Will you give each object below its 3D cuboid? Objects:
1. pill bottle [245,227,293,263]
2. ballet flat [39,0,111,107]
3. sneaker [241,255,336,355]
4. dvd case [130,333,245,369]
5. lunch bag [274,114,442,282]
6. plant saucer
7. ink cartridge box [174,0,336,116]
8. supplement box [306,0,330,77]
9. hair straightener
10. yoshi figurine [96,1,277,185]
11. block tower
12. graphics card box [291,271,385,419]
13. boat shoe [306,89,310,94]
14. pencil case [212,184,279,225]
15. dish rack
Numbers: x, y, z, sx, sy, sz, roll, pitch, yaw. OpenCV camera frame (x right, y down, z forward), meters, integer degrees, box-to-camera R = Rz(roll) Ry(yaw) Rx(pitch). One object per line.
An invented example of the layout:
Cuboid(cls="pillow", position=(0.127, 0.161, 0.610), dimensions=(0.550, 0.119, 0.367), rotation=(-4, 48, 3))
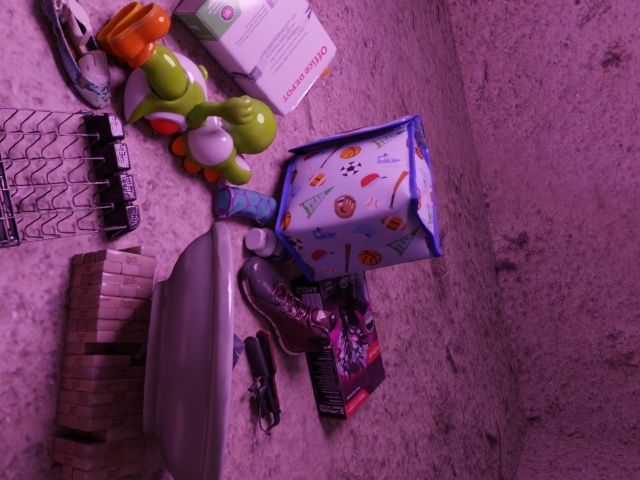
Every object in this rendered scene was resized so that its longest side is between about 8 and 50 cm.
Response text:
Cuboid(cls="pill bottle", position=(-0.111, 0.010, 1.080), dimensions=(0.120, 0.067, 0.067), rotation=(21, 67, -52))
Cuboid(cls="ballet flat", position=(-0.377, -0.306, 0.754), dimensions=(0.070, 0.070, 0.189), rotation=(-47, 122, -48))
Cuboid(cls="sneaker", position=(-0.049, 0.143, 1.063), dimensions=(0.282, 0.162, 0.106), rotation=(61, 40, -29))
Cuboid(cls="dvd case", position=(-0.240, 0.204, 0.904), dimensions=(0.221, 0.018, 0.165), rotation=(56, 43, -33))
Cuboid(cls="lunch bag", position=(0.092, -0.136, 1.121), dimensions=(0.386, 0.327, 0.239), rotation=(-81, 151, -42))
Cuboid(cls="plant saucer", position=(-0.200, 0.170, 0.703), dimensions=(0.100, 0.400, 0.401), rotation=(3, 79, -17))
Cuboid(cls="ink cartridge box", position=(-0.128, -0.445, 1.025), dimensions=(0.211, 0.121, 0.289), rotation=(-53, 133, -9))
Cuboid(cls="supplement box", position=(-0.054, -0.537, 1.250), dimensions=(0.080, 0.077, 0.234), rotation=(-43, 120, -53))
Cuboid(cls="hair straightener", position=(-0.133, 0.316, 1.027), dimensions=(0.089, 0.047, 0.231), rotation=(-14, 101, -55))
Cuboid(cls="yoshi figurine", position=(-0.210, -0.268, 0.883), dimensions=(0.362, 0.202, 0.204), rotation=(53, 38, -41))
Cuboid(cls="block tower", position=(-0.325, 0.173, 0.723), dimensions=(0.097, 0.090, 0.336), rotation=(18, 69, -53))
Cuboid(cls="graphics card box", position=(0.057, 0.247, 1.261), dimensions=(0.232, 0.094, 0.372), rotation=(-20, 100, -54))
Cuboid(cls="boat shoe", position=(-0.087, -0.466, 1.186), dimensions=(0.073, 0.080, 0.224), rotation=(-29, 113, -36))
Cuboid(cls="pencil case", position=(-0.159, -0.074, 1.029), dimensions=(0.151, 0.064, 0.070), rotation=(10, 84, -54))
Cuboid(cls="dish rack", position=(-0.396, -0.092, 0.688), dimensions=(0.271, 0.074, 0.209), rotation=(-15, 95, -54))
